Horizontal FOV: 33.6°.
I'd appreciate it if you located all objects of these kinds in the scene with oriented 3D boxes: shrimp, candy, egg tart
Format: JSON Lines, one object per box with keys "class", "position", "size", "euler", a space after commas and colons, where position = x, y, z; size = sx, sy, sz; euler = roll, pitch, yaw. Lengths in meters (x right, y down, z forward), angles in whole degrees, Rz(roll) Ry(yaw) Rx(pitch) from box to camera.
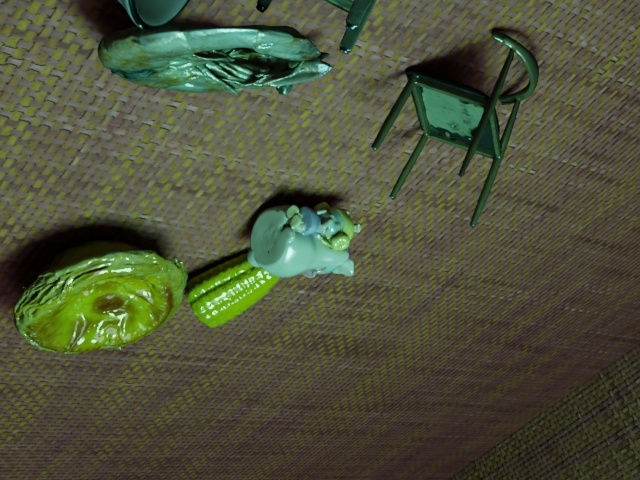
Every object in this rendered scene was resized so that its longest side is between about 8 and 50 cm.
{"class": "shrimp", "position": [-0.114, -0.243, 1.386], "size": [0.360, 0.085, 0.247], "euler": [-2, 177, -40]}
{"class": "candy", "position": [-0.142, 0.076, 1.926], "size": [0.199, 0.094, 0.106], "euler": [-29, 143, 3]}
{"class": "egg tart", "position": [-0.371, 0.083, 1.777], "size": [0.295, 0.116, 0.295], "euler": [-16, 146, -11]}

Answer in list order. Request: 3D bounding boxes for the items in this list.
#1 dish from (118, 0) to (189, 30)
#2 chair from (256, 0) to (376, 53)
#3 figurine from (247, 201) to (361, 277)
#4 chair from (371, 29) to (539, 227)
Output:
{"class": "dish", "position": [-0.176, -0.382, 1.096], "size": [0.106, 0.316, 0.316], "euler": [20, 144, 6]}
{"class": "chair", "position": [0.039, -0.383, 1.278], "size": [0.270, 0.147, 0.136], "euler": [-63, 180, -3]}
{"class": "figurine", "position": [0.000, 0.000, 1.873], "size": [0.235, 0.127, 0.155], "euler": [5, 131, -44]}
{"class": "chair", "position": [0.218, -0.191, 1.679], "size": [0.272, 0.166, 0.188], "euler": [-60, 154, -19]}
